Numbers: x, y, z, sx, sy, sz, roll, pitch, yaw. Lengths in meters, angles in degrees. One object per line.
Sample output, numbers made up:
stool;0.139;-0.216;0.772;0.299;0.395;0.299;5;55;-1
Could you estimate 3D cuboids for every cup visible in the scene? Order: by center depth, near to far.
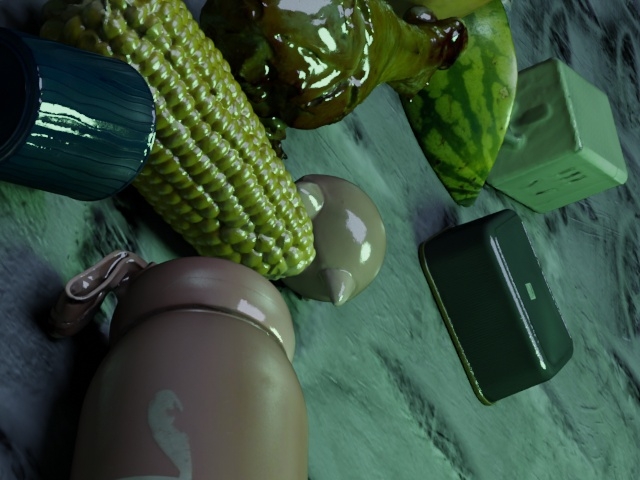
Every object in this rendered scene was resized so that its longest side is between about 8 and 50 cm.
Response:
cup;-0.222;-0.098;1.403;0.138;0.150;0.113;13;93;-59

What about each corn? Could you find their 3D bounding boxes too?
corn;-0.121;-0.098;1.568;0.347;0.130;0.130;56;27;-32

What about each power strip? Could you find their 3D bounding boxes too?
power strip;0.276;-0.138;2.385;0.224;0.140;0.139;24;50;-57

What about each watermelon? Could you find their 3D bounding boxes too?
watermelon;0.140;-0.208;2.249;0.128;0.159;0.303;4;58;-21

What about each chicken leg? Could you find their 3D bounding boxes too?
chicken leg;0.011;-0.167;1.816;0.140;0.211;0.361;44;12;32

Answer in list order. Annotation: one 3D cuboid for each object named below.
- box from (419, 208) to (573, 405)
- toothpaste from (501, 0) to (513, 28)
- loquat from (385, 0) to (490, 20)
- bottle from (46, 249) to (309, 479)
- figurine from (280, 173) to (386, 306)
box;0.204;0.070;2.128;0.201;0.090;0.144;67;24;-2
toothpaste;0.234;-0.328;2.571;0.096;0.061;0.266;46;40;-43
loquat;0.103;-0.392;2.026;0.328;0.328;0.328;45;33;-41
bottle;-0.107;0.143;1.355;0.206;0.173;0.297;19;45;-16
figurine;0.000;0.000;1.749;0.138;0.125;0.125;-43;110;-81
